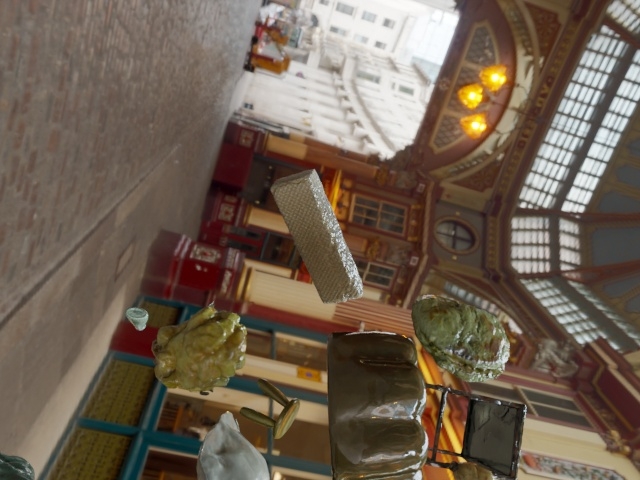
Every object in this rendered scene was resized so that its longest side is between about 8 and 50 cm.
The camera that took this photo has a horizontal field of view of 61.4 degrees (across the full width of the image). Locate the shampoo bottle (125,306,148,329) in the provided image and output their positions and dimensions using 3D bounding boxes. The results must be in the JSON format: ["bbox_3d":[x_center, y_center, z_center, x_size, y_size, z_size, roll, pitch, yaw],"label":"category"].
[{"bbox_3d":[-0.598,0.259,1.766,0.190,0.069,0.041,126,-31,-65],"label":"shampoo bottle"}]

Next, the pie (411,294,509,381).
[{"bbox_3d":[0.325,0.215,1.221,0.090,0.248,0.201,126,-23,-47],"label":"pie"}]

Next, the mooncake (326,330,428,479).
[{"bbox_3d":[0.120,0.382,1.202,0.378,0.201,0.378,-2,90,-87],"label":"mooncake"}]

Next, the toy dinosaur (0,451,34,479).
[{"bbox_3d":[-0.793,0.658,1.470,0.383,0.331,0.129,-25,-135,64],"label":"toy dinosaur"}]

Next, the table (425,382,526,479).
[{"bbox_3d":[0.406,0.567,1.651,0.335,0.272,0.222,130,-27,-75],"label":"table"}]

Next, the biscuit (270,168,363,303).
[{"bbox_3d":[0.000,0.000,1.598,0.426,0.144,0.078,67,25,-23],"label":"biscuit"}]

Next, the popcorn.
[{"bbox_3d":[-0.314,0.293,1.409,0.215,0.252,0.286,58,-33,7],"label":"popcorn"}]

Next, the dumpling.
[{"bbox_3d":[-0.228,0.606,1.348,0.260,0.181,0.341,63,35,-58],"label":"dumpling"}]

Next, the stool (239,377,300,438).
[{"bbox_3d":[-0.125,0.428,1.371,0.135,0.110,0.134,-31,143,-57],"label":"stool"}]

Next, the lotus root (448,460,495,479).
[{"bbox_3d":[0.409,0.629,1.411,0.063,0.152,0.072,10,100,-77],"label":"lotus root"}]
